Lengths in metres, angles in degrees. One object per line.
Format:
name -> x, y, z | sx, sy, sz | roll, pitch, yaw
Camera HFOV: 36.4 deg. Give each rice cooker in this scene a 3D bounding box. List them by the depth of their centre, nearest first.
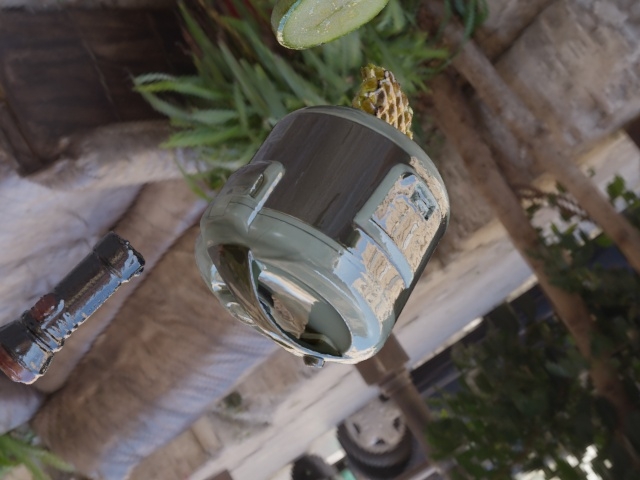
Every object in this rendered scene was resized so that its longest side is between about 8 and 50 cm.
rice cooker -> 0.000, 0.000, 1.433 | 0.325, 0.335, 0.335 | -57, 179, -28

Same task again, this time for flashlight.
flashlight -> -0.337, 0.085, 1.300 | 0.232, 0.093, 0.093 | -46, 168, -5

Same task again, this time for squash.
squash -> 0.020, -0.398, 1.659 | 0.219, 0.041, 0.219 | -22, 162, -8

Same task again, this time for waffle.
waffle -> 0.107, -0.180, 1.748 | 0.059, 0.243, 0.238 | 8, 173, 24
